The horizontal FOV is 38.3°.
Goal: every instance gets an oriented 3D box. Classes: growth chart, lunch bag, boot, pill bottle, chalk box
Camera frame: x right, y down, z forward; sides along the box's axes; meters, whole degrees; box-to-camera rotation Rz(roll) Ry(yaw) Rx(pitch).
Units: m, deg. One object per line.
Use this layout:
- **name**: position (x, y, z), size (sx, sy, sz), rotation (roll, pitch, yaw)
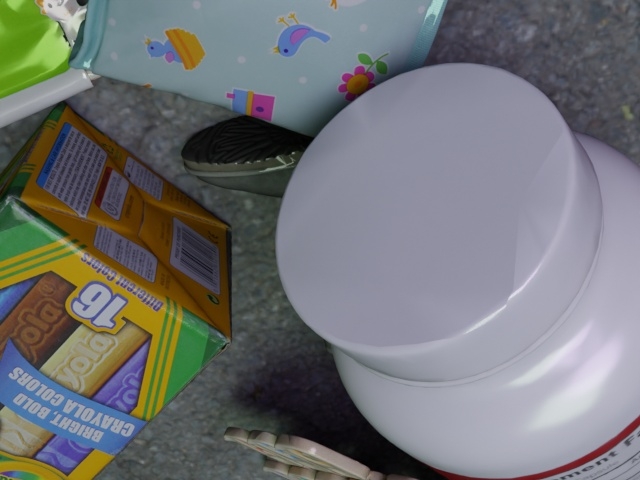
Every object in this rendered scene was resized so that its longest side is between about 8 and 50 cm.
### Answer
- **growth chart**: position (-0.267, -0.180, 0.642), size (0.172, 0.021, 0.237), rotation (-30, 116, 12)
- **lunch bag**: position (-0.019, -0.214, 0.569), size (0.224, 0.160, 0.262), rotation (15, 123, -12)
- **boot**: position (-0.001, 0.001, 0.742), size (0.190, 0.076, 0.208), rotation (-1, 129, 11)
- **pill bottle**: position (0.150, 0.067, 0.628), size (0.229, 0.229, 0.408), rotation (-34, 139, 14)
- **chalk box**: position (-0.225, 0.076, 0.701), size (0.179, 0.180, 0.289), rotation (39, 108, -22)

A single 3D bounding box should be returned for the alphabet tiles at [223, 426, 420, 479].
- **alphabet tiles**: position (0.061, 0.223, 0.785), size (0.278, 0.284, 0.021), rotation (29, 71, -20)
